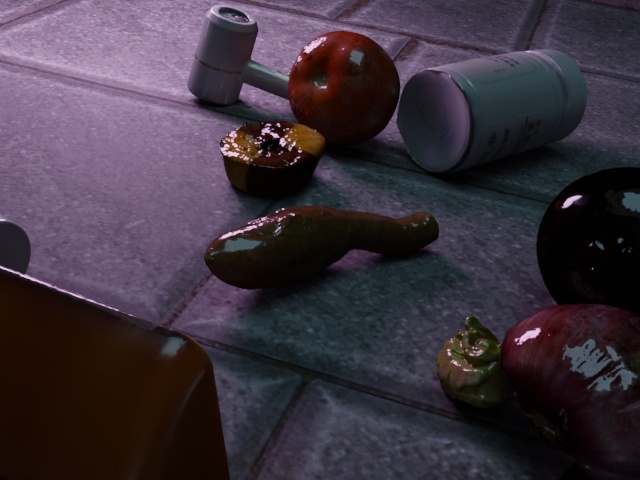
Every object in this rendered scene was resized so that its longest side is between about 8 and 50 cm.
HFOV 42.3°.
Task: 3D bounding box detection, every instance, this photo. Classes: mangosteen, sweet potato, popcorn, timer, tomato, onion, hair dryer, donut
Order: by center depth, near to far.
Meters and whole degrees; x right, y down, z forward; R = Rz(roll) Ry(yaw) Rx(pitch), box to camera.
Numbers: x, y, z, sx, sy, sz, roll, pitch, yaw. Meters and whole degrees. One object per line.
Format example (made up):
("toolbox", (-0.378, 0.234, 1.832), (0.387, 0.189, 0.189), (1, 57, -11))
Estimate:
("timer", (-0.215, 0.149, 0.697), (0.257, 0.250, 0.161), (18, 32, 17))
("onion", (0.332, 0.143, 0.903), (0.227, 0.120, 0.283), (50, 32, 18))
("popcorn", (0.182, 0.145, 0.956), (0.097, 0.089, 0.109), (7, 32, 22))
("mangosteen", (0.410, 0.010, 1.105), (0.228, 0.228, 0.265), (22, 19, 23))
("sweet potato", (0.000, 0.000, 1.149), (0.385, 0.109, 0.109), (-10, 34, -38))
("donut", (-0.081, -0.136, 1.379), (0.166, 0.073, 0.184), (16, 33, 13))
("tomato", (0.046, -0.275, 1.517), (0.208, 0.208, 0.184), (27, 12, 30))
("hair dryer", (-0.074, -0.321, 1.635), (0.357, 0.173, 0.107), (21, 33, -3))

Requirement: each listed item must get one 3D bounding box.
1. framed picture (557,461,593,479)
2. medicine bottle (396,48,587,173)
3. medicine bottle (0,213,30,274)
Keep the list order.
("framed picture", (0.326, 0.339, 0.727), (0.338, 0.014, 0.255), (29, 37, 33))
("medicine bottle", (0.323, -0.246, 1.533), (0.332, 0.190, 0.190), (-18, 39, -35))
("medicine bottle", (-0.483, -0.012, 1.024), (0.237, 0.139, 0.139), (23, 34, 27))
